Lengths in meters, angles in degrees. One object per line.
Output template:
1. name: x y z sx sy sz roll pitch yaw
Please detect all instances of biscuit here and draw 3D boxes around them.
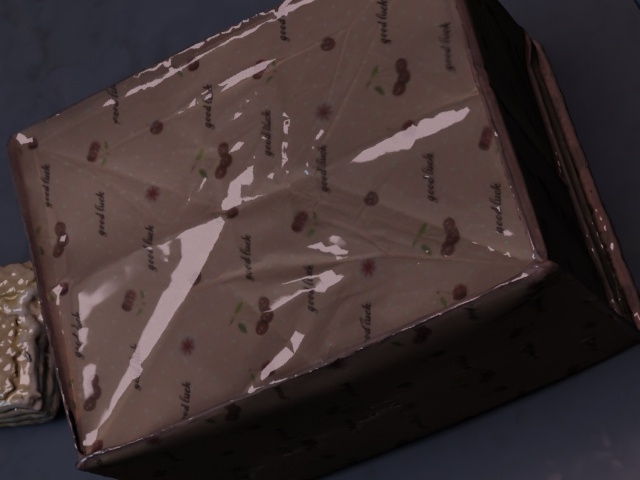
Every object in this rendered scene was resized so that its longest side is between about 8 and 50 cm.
1. biscuit: -0.283 0.082 1.204 0.239 0.062 0.108 -8 67 25

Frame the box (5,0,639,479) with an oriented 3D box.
1. box: 0.000 0.000 1.004 0.297 0.190 0.225 -25 64 19

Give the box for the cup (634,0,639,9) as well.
1. cup: 0.273 -0.107 0.818 0.257 0.311 0.331 21 83 33
